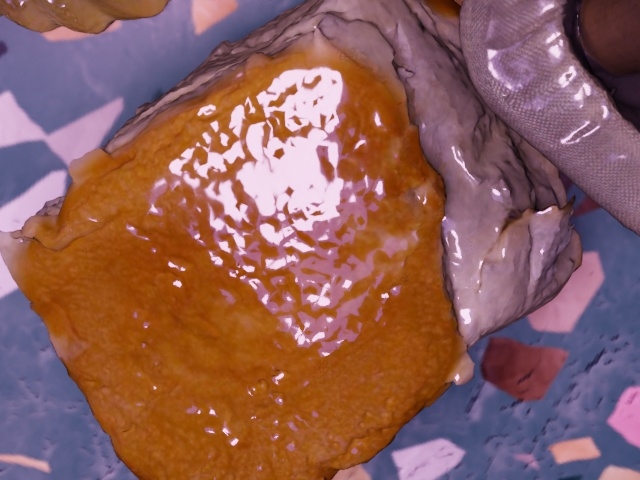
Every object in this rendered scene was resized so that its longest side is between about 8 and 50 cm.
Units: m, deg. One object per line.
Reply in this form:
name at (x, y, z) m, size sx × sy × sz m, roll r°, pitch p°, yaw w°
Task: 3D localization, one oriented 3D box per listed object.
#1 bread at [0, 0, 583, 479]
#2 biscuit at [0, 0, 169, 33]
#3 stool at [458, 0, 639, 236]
bread at (0.000, 0.000, 0.894) m, size 0.279 × 0.225 × 0.250 m, roll -31°, pitch 100°, yaw 17°
biscuit at (-0.184, -0.223, 0.918) m, size 0.273 × 0.036 × 0.187 m, roll 41°, pitch 107°, yaw -14°
stool at (0.282, -0.135, 0.807) m, size 0.310 × 0.226 × 0.310 m, roll 34°, pitch 79°, yaw -20°
